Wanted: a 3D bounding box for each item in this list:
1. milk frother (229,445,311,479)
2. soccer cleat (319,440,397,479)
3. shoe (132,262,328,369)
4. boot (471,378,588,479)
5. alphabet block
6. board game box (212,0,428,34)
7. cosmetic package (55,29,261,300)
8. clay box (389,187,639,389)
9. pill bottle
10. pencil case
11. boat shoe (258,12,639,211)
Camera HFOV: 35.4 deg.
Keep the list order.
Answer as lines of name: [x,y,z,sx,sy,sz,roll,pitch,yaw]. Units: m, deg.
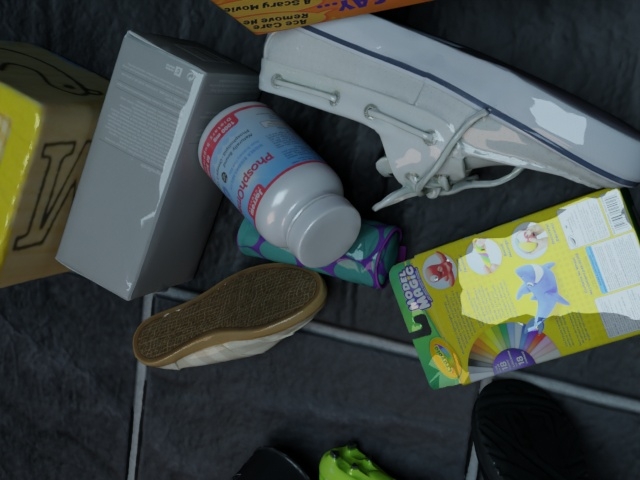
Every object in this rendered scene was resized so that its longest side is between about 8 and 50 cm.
milk frother: [-0.054,0.305,0.982,0.143,0.135,0.129,33,142,20]
soccer cleat: [0.064,0.263,0.954,0.179,0.060,0.072,32,123,41]
shoe: [-0.086,0.080,1.014,0.219,0.058,0.076,-19,59,20]
boot: [0.171,0.278,0.894,0.246,0.094,0.207,-109,27,-42]
alphabet block: [-0.311,-0.083,1.004,0.192,0.197,0.193,26,106,18]
board game box: [0.028,-0.397,0.681,0.356,0.356,0.356,-6,77,24]
cosmetic package: [-0.156,-0.072,0.980,0.107,0.127,0.237,30,106,17]
clay box: [0.182,0.044,0.890,0.222,0.053,0.127,-20,89,26]
pill bottle: [-0.036,-0.050,0.895,0.160,0.087,0.087,47,114,36]
pencil case: [0.000,0.000,0.952,0.152,0.070,0.064,14,95,22]
boat shoe: [0.093,-0.092,0.865,0.367,0.136,0.156,27,107,21]
